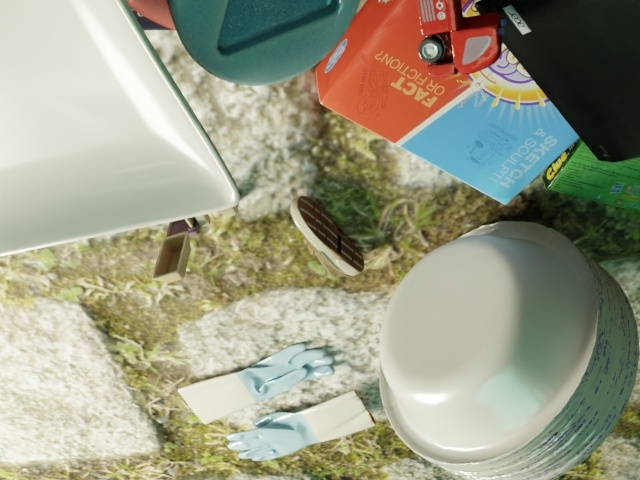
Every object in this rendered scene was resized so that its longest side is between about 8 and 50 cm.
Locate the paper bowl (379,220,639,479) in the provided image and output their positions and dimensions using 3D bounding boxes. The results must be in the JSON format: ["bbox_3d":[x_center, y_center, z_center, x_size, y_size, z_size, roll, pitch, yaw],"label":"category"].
[{"bbox_3d":[0.178,0.109,0.779,0.284,0.284,0.148,-37,126,28],"label":"paper bowl"}]

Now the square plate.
[{"bbox_3d":[-0.265,-0.130,0.439,0.344,0.049,0.347,-10,130,19],"label":"square plate"}]

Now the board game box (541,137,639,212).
[{"bbox_3d":[0.391,-0.084,0.787,0.259,0.030,0.136,12,134,-16],"label":"board game box"}]

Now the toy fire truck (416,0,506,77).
[{"bbox_3d":[0.129,-0.220,0.519,0.135,0.047,0.192,-4,119,21],"label":"toy fire truck"}]

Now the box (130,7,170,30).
[{"bbox_3d":[-0.157,-0.266,0.515,0.153,0.108,0.207,-3,134,-2],"label":"box"}]

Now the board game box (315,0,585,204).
[{"bbox_3d":[0.182,-0.198,0.635,0.242,0.064,0.316,24,128,-24],"label":"board game box"}]

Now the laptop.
[{"bbox_3d":[0.311,-0.207,0.581,0.234,0.136,0.264,37,96,-33],"label":"laptop"}]

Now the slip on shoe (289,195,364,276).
[{"bbox_3d":[0.000,0.000,0.829,0.041,0.051,0.135,-18,140,29],"label":"slip on shoe"}]

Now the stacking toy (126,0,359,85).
[{"bbox_3d":[-0.035,-0.245,0.396,0.279,0.130,0.309,19,118,-42],"label":"stacking toy"}]

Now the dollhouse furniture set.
[{"bbox_3d":[-0.145,-0.022,0.751,0.091,0.114,0.081,-16,129,14],"label":"dollhouse furniture set"}]

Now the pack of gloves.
[{"bbox_3d":[-0.061,0.236,1.069,0.232,0.046,0.195,-22,120,12],"label":"pack of gloves"}]
